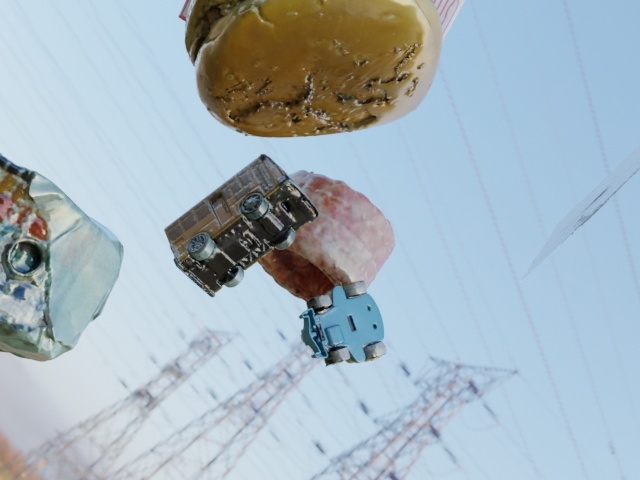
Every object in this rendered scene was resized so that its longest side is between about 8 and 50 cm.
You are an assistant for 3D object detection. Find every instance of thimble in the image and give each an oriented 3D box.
[{"bbox_3d":[0.000,0.000,1.662,0.239,0.162,0.239,30,-22,13],"label":"thimble"}]

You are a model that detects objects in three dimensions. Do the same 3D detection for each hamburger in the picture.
[{"bbox_3d":[-0.010,-0.244,1.176,0.284,0.305,0.174,97,-16,-65],"label":"hamburger"}]

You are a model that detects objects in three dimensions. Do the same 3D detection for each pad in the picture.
[{"bbox_3d":[0.292,-0.056,0.984,0.004,0.156,0.232,42,-51,4],"label":"pad"}]

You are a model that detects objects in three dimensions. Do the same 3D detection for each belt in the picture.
[{"bbox_3d":[-0.299,-0.001,0.847,0.257,0.150,0.207,29,-19,4],"label":"belt"}]

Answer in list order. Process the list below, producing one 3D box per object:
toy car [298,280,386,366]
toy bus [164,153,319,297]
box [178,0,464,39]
[{"bbox_3d":[0.018,0.142,1.508,0.098,0.161,0.126,-28,-100,47],"label":"toy car"},{"bbox_3d":[-0.113,-0.026,1.386,0.098,0.201,0.114,48,8,-43],"label":"toy bus"},{"bbox_3d":[0.029,-0.396,1.514,0.314,0.300,0.312,35,-71,20],"label":"box"}]
